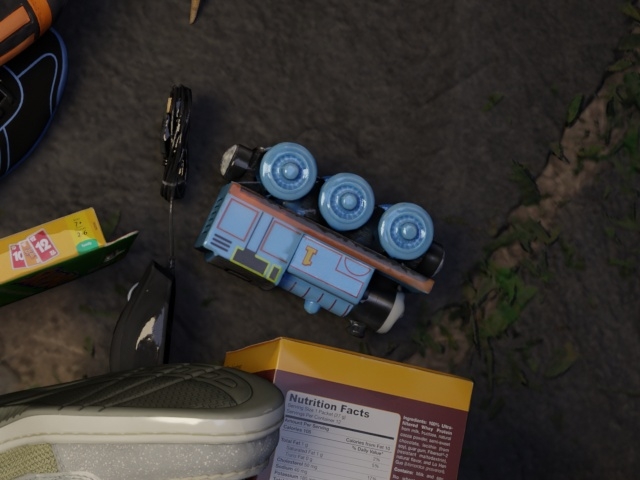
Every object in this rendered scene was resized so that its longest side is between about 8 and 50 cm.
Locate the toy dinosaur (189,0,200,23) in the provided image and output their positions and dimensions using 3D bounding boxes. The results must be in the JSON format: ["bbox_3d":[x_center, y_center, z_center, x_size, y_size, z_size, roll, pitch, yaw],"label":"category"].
[{"bbox_3d":[-0.046,-0.276,0.982,0.211,0.064,0.112,-38,93,-16],"label":"toy dinosaur"}]

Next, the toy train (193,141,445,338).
[{"bbox_3d":[0.000,0.000,0.946,0.184,0.080,0.105,27,85,-11],"label":"toy train"}]

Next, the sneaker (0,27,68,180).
[{"bbox_3d":[-0.253,-0.066,0.883,0.081,0.090,0.232,36,75,-6],"label":"sneaker"}]

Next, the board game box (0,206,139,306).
[{"bbox_3d":[-0.250,0.037,0.850,0.259,0.124,0.039,-18,86,-16],"label":"board game box"}]

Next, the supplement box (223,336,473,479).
[{"bbox_3d":[-0.006,0.176,0.854,0.129,0.191,0.194,14,79,-13],"label":"supplement box"}]

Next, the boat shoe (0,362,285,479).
[{"bbox_3d":[-0.152,0.143,0.792,0.118,0.320,0.103,-18,95,-60],"label":"boat shoe"}]

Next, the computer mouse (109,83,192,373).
[{"bbox_3d":[-0.121,0.005,0.919,0.041,0.071,0.242,6,78,-2],"label":"computer mouse"}]

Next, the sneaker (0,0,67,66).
[{"bbox_3d":[-0.302,-0.245,0.897,0.180,0.124,0.321,-37,83,-33],"label":"sneaker"}]
